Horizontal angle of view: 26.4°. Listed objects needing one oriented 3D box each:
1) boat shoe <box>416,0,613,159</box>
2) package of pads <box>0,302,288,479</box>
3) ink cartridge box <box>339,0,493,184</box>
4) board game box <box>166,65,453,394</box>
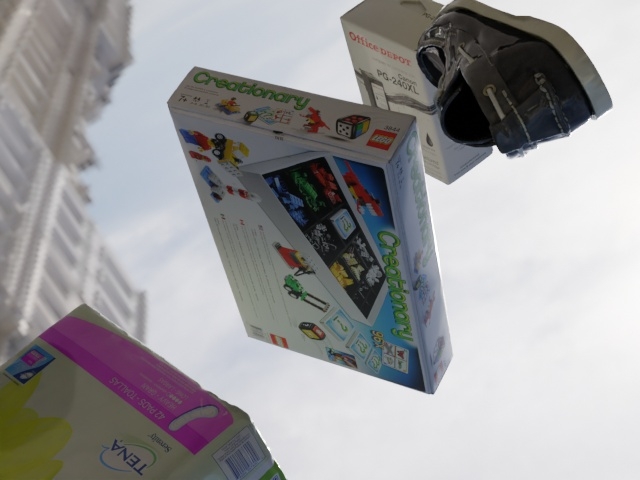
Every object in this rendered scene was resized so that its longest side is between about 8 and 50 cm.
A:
[{"bbox_3d":[0.101,-0.102,0.880,0.079,0.084,0.233,-40,-161,-2],"label":"boat shoe"},{"bbox_3d":[-0.203,0.191,1.130,0.229,0.101,0.296,-39,-144,-21],"label":"package of pads"},{"bbox_3d":[0.086,-0.140,1.225,0.063,0.150,0.109,-36,-139,-21],"label":"ink cartridge box"},{"bbox_3d":[0.000,0.000,1.125,0.193,0.305,0.053,16,-125,23],"label":"board game box"}]
